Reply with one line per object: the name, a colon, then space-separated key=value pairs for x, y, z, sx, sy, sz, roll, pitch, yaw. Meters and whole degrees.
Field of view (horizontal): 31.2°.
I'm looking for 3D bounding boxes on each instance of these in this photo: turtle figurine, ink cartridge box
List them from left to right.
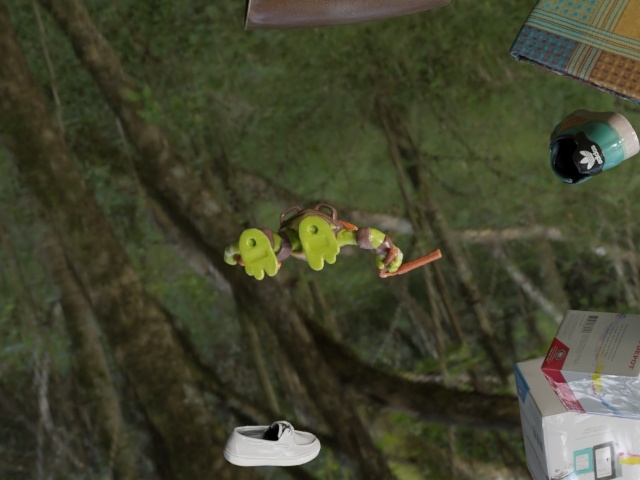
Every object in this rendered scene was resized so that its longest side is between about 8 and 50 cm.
turtle figurine: x=0.000 y=0.000 z=1.335 sx=0.270 sy=0.087 sz=0.217 roll=3 pitch=-178 yaw=12
ink cartridge box: x=0.518 y=0.383 z=2.287 sx=0.197 sy=0.198 sz=0.270 roll=-13 pitch=118 yaw=-2
ink cartridge box: x=0.477 y=0.202 z=1.857 sx=0.176 sy=0.128 sz=0.127 roll=1 pitch=138 yaw=43

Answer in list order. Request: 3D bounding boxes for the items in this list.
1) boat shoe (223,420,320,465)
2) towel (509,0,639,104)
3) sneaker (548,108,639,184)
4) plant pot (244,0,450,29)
boat shoe: x=-0.076 y=0.334 z=1.926 sx=0.184 sy=0.066 sz=0.063 roll=6 pitch=114 yaw=-29
towel: x=0.494 y=-0.386 z=1.791 sx=0.370 sy=0.272 sz=0.040 roll=-59 pitch=160 yaw=-18
sneaker: x=0.444 y=-0.161 z=2.016 sx=0.121 sy=0.108 sz=0.302 roll=-28 pitch=-176 yaw=-5
plant pot: x=0.039 y=-0.334 z=1.304 sx=0.231 sy=0.215 sz=0.215 roll=6 pitch=156 yaw=-7
